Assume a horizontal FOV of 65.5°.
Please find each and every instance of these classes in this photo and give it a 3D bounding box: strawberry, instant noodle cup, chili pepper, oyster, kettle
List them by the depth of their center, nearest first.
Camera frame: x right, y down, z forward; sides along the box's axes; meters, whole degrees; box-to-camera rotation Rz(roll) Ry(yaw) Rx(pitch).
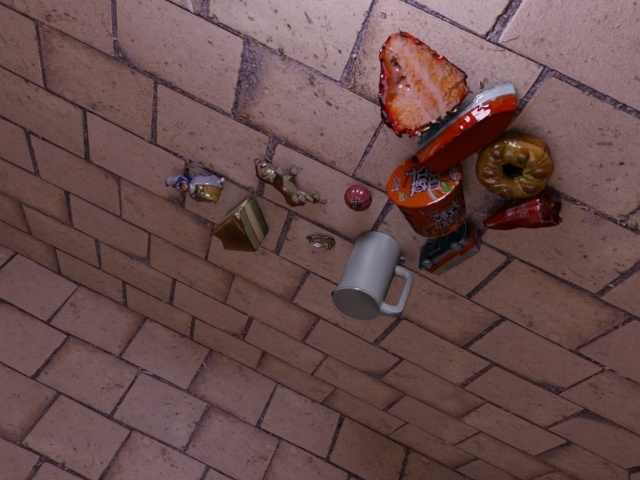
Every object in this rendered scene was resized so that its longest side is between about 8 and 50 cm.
[{"bbox_3d":[0.266,-0.445,1.453,0.280,0.150,0.253,34,120,-6],"label":"strawberry"},{"bbox_3d":[0.667,-0.084,1.657,0.253,0.144,0.136,-17,108,54],"label":"chili pepper"},{"bbox_3d":[0.369,-0.144,1.661,0.251,0.250,0.192,-3,142,31],"label":"instant noodle cup"},{"bbox_3d":[0.213,0.154,1.995,0.265,0.317,0.205,36,138,-10],"label":"kettle"},{"bbox_3d":[0.001,-0.001,2.167,0.132,0.029,0.086,28,135,3],"label":"oyster"}]

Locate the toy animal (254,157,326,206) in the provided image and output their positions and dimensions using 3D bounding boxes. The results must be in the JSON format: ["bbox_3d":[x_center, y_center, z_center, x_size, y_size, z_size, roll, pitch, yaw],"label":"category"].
[{"bbox_3d":[-0.137,-0.217,1.971,0.312,0.097,0.158,46,149,-25],"label":"toy animal"}]

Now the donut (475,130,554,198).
[{"bbox_3d":[0.593,-0.230,1.527,0.227,0.113,0.226,15,139,13],"label":"donut"}]

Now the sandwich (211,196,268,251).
[{"bbox_3d":[-0.372,-0.078,2.184,0.199,0.155,0.227,5,136,24],"label":"sandwich"}]

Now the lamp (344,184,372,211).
[{"bbox_3d":[0.141,-0.159,1.866,0.108,0.092,0.107,16,138,15],"label":"lamp"}]

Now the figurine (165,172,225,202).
[{"bbox_3d":[-0.531,-0.234,2.139,0.194,0.133,0.275,18,179,-42],"label":"figurine"}]

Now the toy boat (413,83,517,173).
[{"bbox_3d":[0.434,-0.345,1.483,0.145,0.133,0.332,19,139,-41],"label":"toy boat"}]

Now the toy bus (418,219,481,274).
[{"bbox_3d":[0.490,0.032,1.874,0.120,0.121,0.265,29,141,-16],"label":"toy bus"}]
